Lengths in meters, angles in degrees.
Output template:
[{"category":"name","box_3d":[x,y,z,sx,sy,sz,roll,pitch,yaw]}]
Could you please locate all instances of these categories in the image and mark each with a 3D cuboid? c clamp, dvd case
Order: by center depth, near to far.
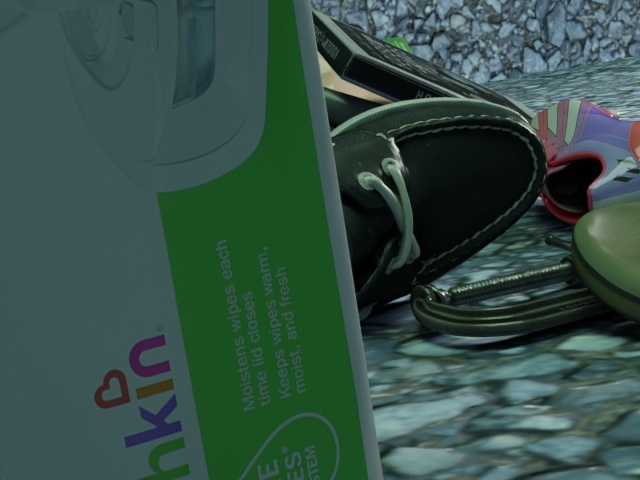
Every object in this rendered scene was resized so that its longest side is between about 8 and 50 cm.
[{"category":"c clamp","box_3d":[0.112,0.027,0.761,0.160,0.022,0.137,-12,14,-33]},{"category":"dvd case","box_3d":[0.108,-0.133,1.285,0.238,0.029,0.179,22,14,-19]}]

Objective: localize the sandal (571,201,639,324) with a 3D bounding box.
[{"category":"sandal","box_3d":[0.232,-0.005,0.607,0.120,0.086,0.303,-14,10,-31]}]

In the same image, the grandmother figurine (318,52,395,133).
[{"category":"grandmother figurine","box_3d":[-0.022,-0.162,1.432,0.342,0.104,0.208,35,22,34]}]

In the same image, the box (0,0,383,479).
[{"category":"box","box_3d":[-0.105,-0.018,0.447,0.127,0.262,0.231,-13,9,-31]}]

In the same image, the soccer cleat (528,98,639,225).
[{"category":"soccer cleat","box_3d":[0.182,-0.052,1.025,0.095,0.083,0.248,-16,12,-14]}]

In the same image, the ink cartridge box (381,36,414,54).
[{"category":"ink cartridge box","box_3d":[0.011,-0.136,1.542,0.208,0.087,0.153,-10,38,-10]}]

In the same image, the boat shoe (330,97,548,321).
[{"category":"boat shoe","box_3d":[0.000,0.000,0.776,0.302,0.114,0.091,-23,11,-14]}]

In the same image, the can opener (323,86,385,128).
[{"category":"can opener","box_3d":[0.006,-0.096,1.237,0.280,0.074,0.093,18,0,26]}]
